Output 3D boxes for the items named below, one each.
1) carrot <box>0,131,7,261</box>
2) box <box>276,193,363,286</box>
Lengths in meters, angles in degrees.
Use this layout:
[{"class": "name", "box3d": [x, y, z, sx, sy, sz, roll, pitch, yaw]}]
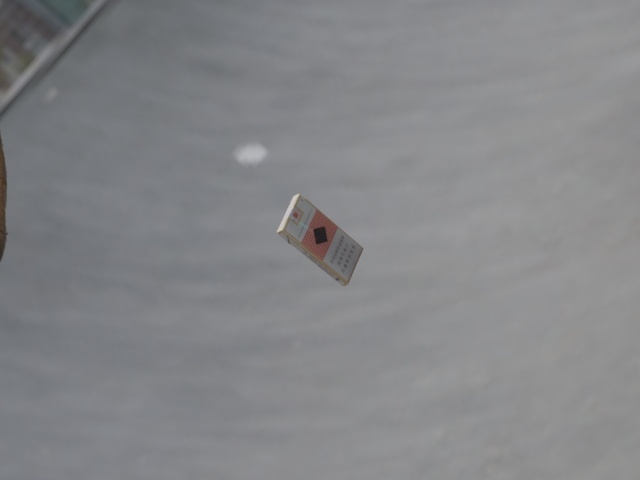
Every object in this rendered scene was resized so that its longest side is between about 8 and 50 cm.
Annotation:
[{"class": "carrot", "box3d": [-0.266, -0.049, 1.583, 0.035, 0.035, 0.165, -43, 42, 48]}, {"class": "box", "box3d": [0.000, 0.000, 1.807, 0.012, 0.083, 0.046, -26, 32, 49]}]
